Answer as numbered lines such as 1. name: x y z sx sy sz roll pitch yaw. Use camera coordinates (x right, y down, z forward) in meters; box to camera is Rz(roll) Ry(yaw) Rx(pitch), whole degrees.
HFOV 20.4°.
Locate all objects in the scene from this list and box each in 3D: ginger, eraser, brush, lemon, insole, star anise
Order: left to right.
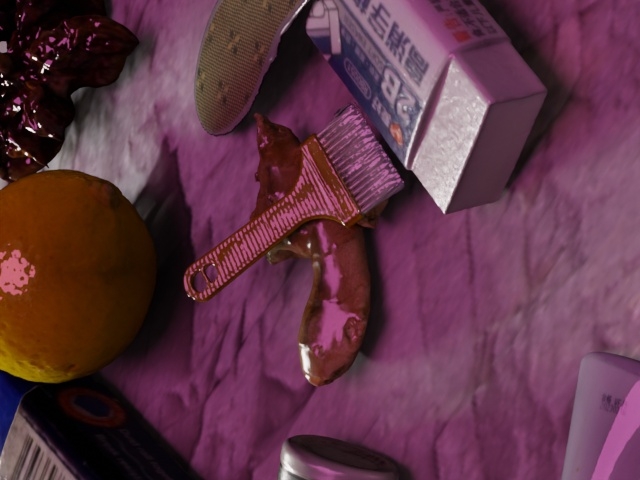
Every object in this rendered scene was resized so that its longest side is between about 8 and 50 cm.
1. star anise: -0.268 -0.153 1.650 0.190 0.126 0.220 44 115 33
2. lemon: -0.230 0.029 1.564 0.203 0.178 0.178 -54 53 27
3. eraser: -0.217 0.224 1.594 0.332 0.101 0.155 40 117 40
4. insole: -0.050 -0.181 1.437 0.322 0.007 0.109 -48 54 57
5. brush: -0.030 -0.016 1.399 0.218 0.010 0.082 -38 69 27
6. ginger: -0.007 0.007 1.425 0.133 0.059 0.214 4 93 37
7. eraser: 0.074 -0.136 1.319 0.210 0.068 0.124 56 145 30

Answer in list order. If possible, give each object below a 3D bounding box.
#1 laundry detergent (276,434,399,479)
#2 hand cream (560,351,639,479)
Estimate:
1. laundry detergent: -0.004 0.272 1.394 0.099 0.070 0.225 15 100 22
2. hand cream: 0.186 0.204 1.226 0.079 0.048 0.255 16 97 39
